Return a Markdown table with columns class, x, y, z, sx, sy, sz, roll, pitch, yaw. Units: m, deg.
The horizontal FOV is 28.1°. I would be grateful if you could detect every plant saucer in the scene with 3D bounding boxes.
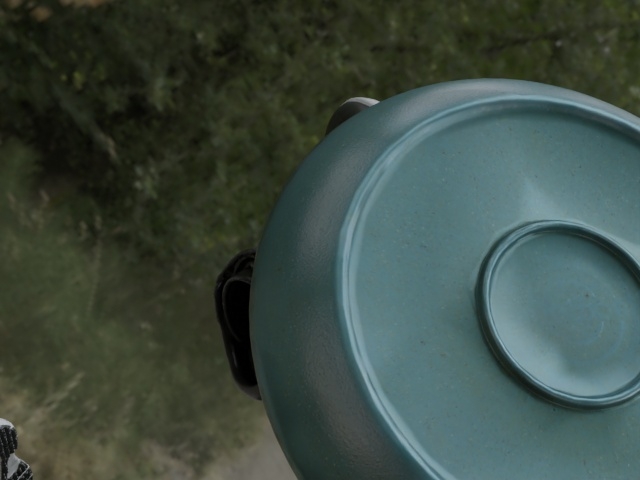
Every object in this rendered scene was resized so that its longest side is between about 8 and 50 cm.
| class | x | y | z | sx | sy | sz | roll | pitch | yaw |
| --- | --- | --- | --- | --- | --- | --- | --- | --- | --- |
| plant saucer | 0.122 | 0.043 | 0.655 | 0.318 | 0.317 | 0.044 | 57 | -27 | 15 |

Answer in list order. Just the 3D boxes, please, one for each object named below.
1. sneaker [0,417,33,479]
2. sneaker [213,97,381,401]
| class | x | y | z | sx | sy | sz | roll | pitch | yaw |
| --- | --- | --- | --- | --- | --- | --- | --- | --- | --- |
| sneaker | -0.162 | 0.102 | 0.591 | 0.043 | 0.040 | 0.109 | 31 | -35 | 14 |
| sneaker | 0.000 | 0.000 | 0.914 | 0.147 | 0.104 | 0.296 | 16 | 52 | -29 |
